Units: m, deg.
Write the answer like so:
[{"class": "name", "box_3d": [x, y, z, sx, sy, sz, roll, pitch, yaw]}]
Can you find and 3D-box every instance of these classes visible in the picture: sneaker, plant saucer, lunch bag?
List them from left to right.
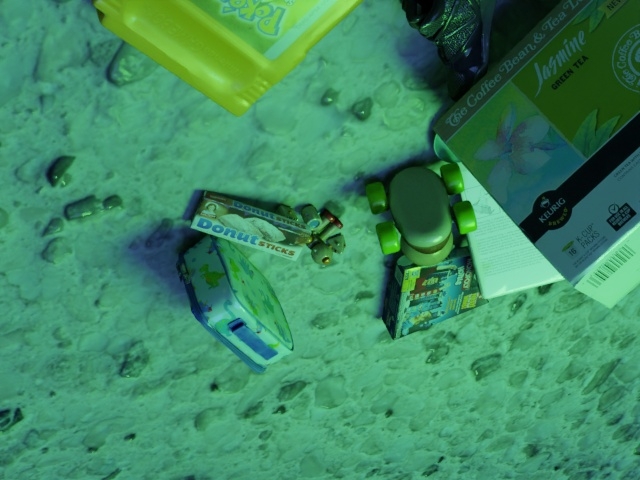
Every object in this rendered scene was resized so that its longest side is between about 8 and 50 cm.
[{"class": "lunch bag", "box_3d": [-0.133, 0.103, 1.599, 0.090, 0.176, 0.219, -32, 140, 8]}, {"class": "sneaker", "box_3d": [0.173, -0.289, 1.408, 0.130, 0.087, 0.227, -11, 136, -10]}, {"class": "plant saucer", "box_3d": [0.233, -0.175, 1.603, 0.119, 0.021, 0.119, -14, 139, -12]}]

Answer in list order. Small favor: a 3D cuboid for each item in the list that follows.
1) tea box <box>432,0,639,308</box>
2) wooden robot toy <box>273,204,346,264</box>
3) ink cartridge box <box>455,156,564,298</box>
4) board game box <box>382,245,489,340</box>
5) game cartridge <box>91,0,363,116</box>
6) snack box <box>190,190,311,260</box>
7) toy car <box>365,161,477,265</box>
[{"class": "tea box", "box_3d": [0.402, -0.140, 1.412, 0.329, 0.323, 0.220, -45, 151, 14]}, {"class": "wooden robot toy", "box_3d": [0.000, 0.000, 1.630, 0.076, 0.079, 0.173, -38, 138, 15]}, {"class": "ink cartridge box", "box_3d": [0.389, -0.061, 1.708, 0.296, 0.066, 0.261, -14, 105, 3]}, {"class": "board game box", "box_3d": [0.221, 0.082, 1.842, 0.194, 0.060, 0.194, -12, 138, -17]}, {"class": "game cartridge", "box_3d": [-0.088, -0.330, 1.259, 0.324, 0.052, 0.285, -42, 137, 17]}, {"class": "snack box", "box_3d": [-0.107, -0.021, 1.558, 0.178, 0.022, 0.064, 18, 126, -16]}, {"class": "toy car", "box_3d": [0.170, -0.019, 1.658, 0.155, 0.149, 0.188, -14, 149, 3]}]
